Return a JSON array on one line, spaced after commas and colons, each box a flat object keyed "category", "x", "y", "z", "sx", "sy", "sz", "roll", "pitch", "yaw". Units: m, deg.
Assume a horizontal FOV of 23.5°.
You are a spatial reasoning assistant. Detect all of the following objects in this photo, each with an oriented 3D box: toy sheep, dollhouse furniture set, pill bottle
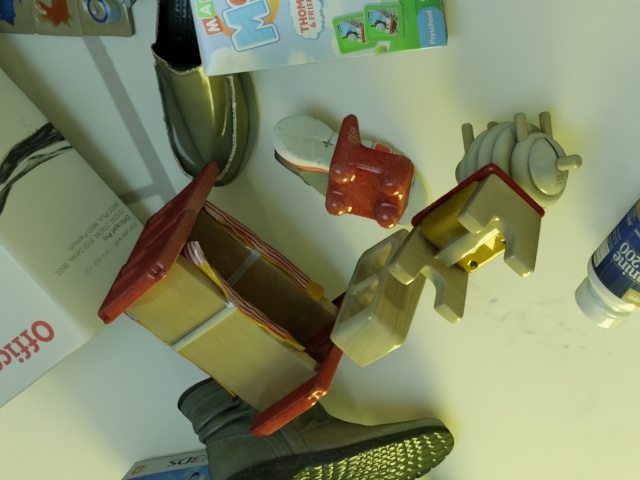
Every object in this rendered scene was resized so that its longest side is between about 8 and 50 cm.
[{"category": "toy sheep", "x": 0.165, "y": -0.062, "z": 1.297, "sx": 0.132, "sy": 0.091, "sz": 0.091, "roll": -8, "pitch": 111, "yaw": 52}, {"category": "dollhouse furniture set", "x": 0.000, "y": 0.000, "z": 1.340, "sx": 0.201, "sy": 0.152, "sz": 0.374, "roll": 40, "pitch": 131, "yaw": -16}, {"category": "pill bottle", "x": 0.266, "y": 0.018, "z": 1.290, "sx": 0.067, "sy": 0.067, "sz": 0.120, "roll": 39, "pitch": 127, "yaw": 7}]

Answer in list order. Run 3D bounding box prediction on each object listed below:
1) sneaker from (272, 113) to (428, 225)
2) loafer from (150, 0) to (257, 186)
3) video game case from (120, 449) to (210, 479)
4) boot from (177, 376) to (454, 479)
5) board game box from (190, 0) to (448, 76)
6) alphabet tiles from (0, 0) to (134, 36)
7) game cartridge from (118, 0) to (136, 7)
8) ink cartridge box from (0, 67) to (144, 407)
[{"category": "sneaker", "x": 0.026, "y": -0.060, "z": 1.405, "sx": 0.158, "sy": 0.061, "sz": 0.065, "roll": 32, "pitch": 157, "yaw": 4}, {"category": "loafer", "x": -0.120, "y": -0.160, "z": 1.403, "sx": 0.094, "sy": 0.087, "sz": 0.251, "roll": 8, "pitch": 118, "yaw": 26}, {"category": "video game case", "x": -0.154, "y": 0.305, "z": 1.546, "sx": 0.244, "sy": 0.269, "sz": 0.061, "roll": -15, "pitch": 109, "yaw": 34}, {"category": "boot", "x": -0.006, "y": 0.171, "z": 1.493, "sx": 0.083, "sy": 0.246, "sz": 0.161, "roll": 91, "pitch": 162, "yaw": -49}, {"category": "board game box", "x": -0.008, "y": -0.230, "z": 1.292, "sx": 0.211, "sy": 0.039, "sz": 0.160, "roll": -6, "pitch": 113, "yaw": 9}, {"category": "alphabet tiles", "x": -0.295, "y": -0.333, "z": 1.463, "sx": 0.342, "sy": 0.011, "sz": 0.285, "roll": 5, "pitch": 117, "yaw": 27}, {"category": "game cartridge", "x": -0.178, "y": -0.262, "z": 1.416, "sx": 0.056, "sy": 0.017, "sz": 0.083, "roll": 40, "pitch": 127, "yaw": 1}, {"category": "ink cartridge box", "x": -0.392, "y": -0.027, "z": 1.549, "sx": 0.395, "sy": 0.166, "sz": 0.285, "roll": 48, "pitch": 131, "yaw": -8}]
